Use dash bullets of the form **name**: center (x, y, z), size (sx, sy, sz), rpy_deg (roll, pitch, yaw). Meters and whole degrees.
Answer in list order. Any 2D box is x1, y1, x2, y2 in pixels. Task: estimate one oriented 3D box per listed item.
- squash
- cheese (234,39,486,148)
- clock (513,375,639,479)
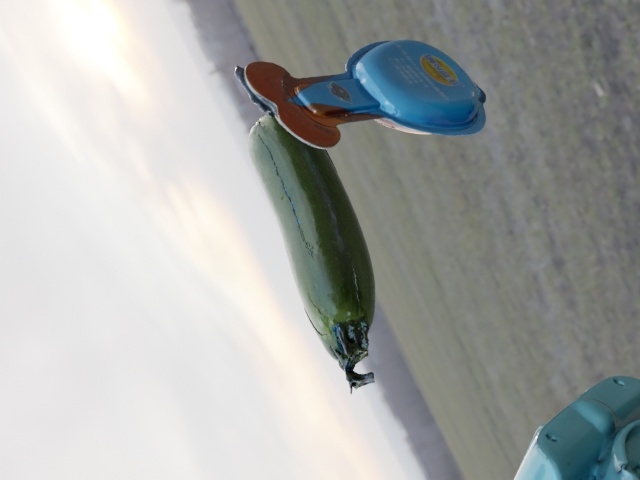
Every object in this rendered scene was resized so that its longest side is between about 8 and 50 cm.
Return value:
- **squash**: center (0.000, -0.001, 1.305), size (0.087, 0.087, 0.331), rpy_deg (64, -173, -59)
- **cheese**: center (0.042, -0.109, 0.956), size (0.256, 0.037, 0.106), rpy_deg (-14, -123, -48)
- **clock**: center (0.300, 0.223, 1.013), size (0.274, 0.094, 0.223), rpy_deg (29, -154, 23)
